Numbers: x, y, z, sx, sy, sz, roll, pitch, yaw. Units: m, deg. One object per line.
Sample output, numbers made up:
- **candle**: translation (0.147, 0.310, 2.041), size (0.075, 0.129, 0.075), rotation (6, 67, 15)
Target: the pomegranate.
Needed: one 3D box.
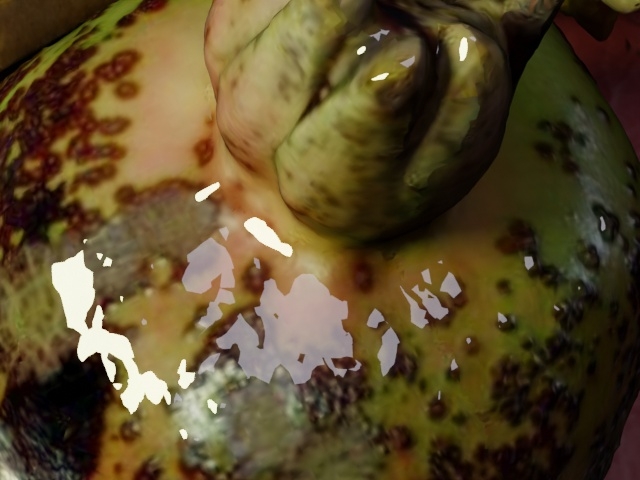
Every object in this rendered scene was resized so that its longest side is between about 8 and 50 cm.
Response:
- **pomegranate**: translation (0.000, 0.000, 0.520), size (0.285, 0.341, 0.285), rotation (2, 66, -5)

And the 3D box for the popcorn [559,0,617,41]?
- **popcorn**: translation (0.089, -0.202, 0.713), size (0.233, 0.192, 0.266), rotation (-9, 57, -39)

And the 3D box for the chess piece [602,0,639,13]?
- **chess piece**: translation (0.072, -0.134, 0.585), size (0.172, 0.060, 0.060), rotation (19, 65, -2)

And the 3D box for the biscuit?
- **biscuit**: translation (-0.173, -0.068, 0.642), size (0.034, 0.215, 0.182), rotation (58, 39, -10)
